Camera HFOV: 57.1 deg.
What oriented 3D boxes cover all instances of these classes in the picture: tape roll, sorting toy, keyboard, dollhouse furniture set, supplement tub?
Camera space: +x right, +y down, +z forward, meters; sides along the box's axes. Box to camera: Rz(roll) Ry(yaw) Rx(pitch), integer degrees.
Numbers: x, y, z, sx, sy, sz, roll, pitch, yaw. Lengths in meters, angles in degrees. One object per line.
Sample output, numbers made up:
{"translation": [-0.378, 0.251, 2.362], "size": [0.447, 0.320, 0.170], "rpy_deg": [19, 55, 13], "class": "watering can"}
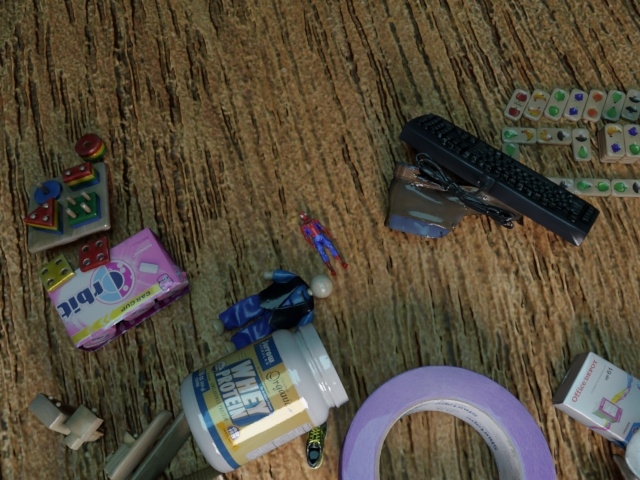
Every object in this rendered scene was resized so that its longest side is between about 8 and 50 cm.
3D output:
{"translation": [0.162, 0.312, 0.782], "size": [0.274, 0.090, 0.275], "rpy_deg": [1, 65, -1], "class": "tape roll"}
{"translation": [-0.404, -0.055, 0.924], "size": [0.132, 0.046, 0.275], "rpy_deg": [-18, 58, 3], "class": "sorting toy"}
{"translation": [0.258, -0.095, 0.888], "size": [0.317, 0.033, 0.201], "rpy_deg": [34, 43, 17], "class": "keyboard"}
{"translation": [-0.282, 0.242, 0.828], "size": [0.151, 0.144, 0.123], "rpy_deg": [29, 71, 25], "class": "dollhouse furniture set"}
{"translation": [-0.076, 0.212, 0.813], "size": [0.199, 0.144, 0.144], "rpy_deg": [-26, 74, -6], "class": "supplement tub"}

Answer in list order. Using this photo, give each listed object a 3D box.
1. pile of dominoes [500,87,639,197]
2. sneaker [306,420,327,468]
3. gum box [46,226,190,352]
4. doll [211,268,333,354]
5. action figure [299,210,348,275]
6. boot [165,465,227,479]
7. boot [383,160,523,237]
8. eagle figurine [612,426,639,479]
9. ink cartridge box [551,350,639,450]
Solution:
{"translation": [0.424, -0.171, 0.964], "size": [0.251, 0.040, 0.196], "rpy_deg": [2, 74, 2], "class": "pile of dominoes"}
{"translation": [-0.005, 0.285, 0.845], "size": [0.031, 0.035, 0.083], "rpy_deg": [0, 73, 1], "class": "sneaker"}
{"translation": [-0.304, 0.073, 0.906], "size": [0.188, 0.062, 0.107], "rpy_deg": [-33, 75, -7], "class": "gum box"}
{"translation": [-0.064, 0.108, 0.896], "size": [0.189, 0.046, 0.129], "rpy_deg": [-29, 84, -9], "class": "doll"}
{"translation": [0.000, 0.000, 0.936], "size": [0.038, 0.030, 0.115], "rpy_deg": [-34, 73, -3], "class": "action figure"}
{"translation": [-0.197, 0.386, 0.703], "size": [0.211, 0.295, 0.104], "rpy_deg": [-24, 99, -13], "class": "boot"}
{"translation": [0.207, -0.044, 0.931], "size": [0.219, 0.082, 0.106], "rpy_deg": [19, 100, -2], "class": "boot"}
{"translation": [0.454, 0.386, 0.671], "size": [0.225, 0.298, 0.226], "rpy_deg": [35, 96, -10], "class": "eagle figurine"}
{"translation": [0.410, 0.228, 0.838], "size": [0.122, 0.052, 0.089], "rpy_deg": [31, 77, 12], "class": "ink cartridge box"}
